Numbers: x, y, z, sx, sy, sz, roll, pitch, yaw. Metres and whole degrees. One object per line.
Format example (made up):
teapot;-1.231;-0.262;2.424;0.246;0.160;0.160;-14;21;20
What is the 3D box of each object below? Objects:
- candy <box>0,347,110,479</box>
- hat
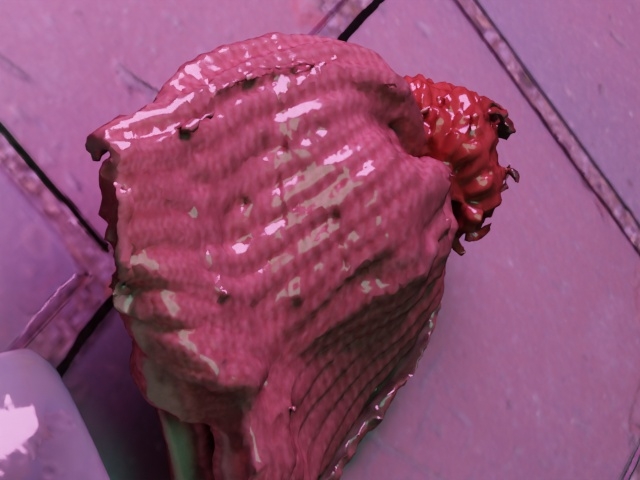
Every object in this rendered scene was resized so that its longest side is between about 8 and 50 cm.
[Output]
candy;-0.149;0.130;0.583;0.174;0.071;0.138;-25;92;-43
hat;0.000;0.000;0.739;0.286;0.107;0.236;-41;131;-41
